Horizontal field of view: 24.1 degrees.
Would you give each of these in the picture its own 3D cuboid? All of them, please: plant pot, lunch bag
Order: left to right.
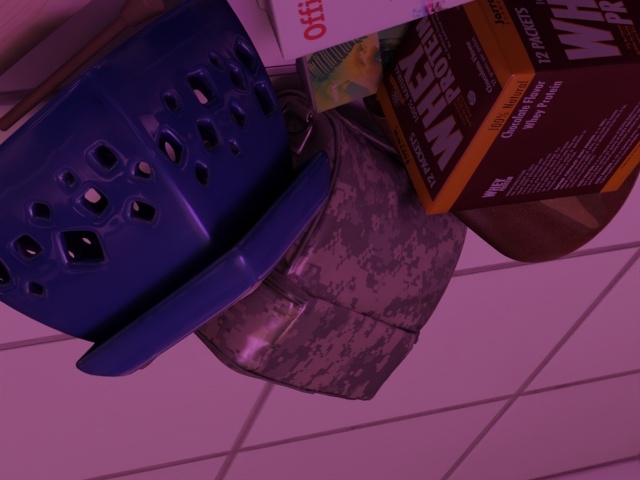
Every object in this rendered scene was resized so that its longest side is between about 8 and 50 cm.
[{"bbox_3d":[-0.142,-0.037,1.233,0.236,0.212,0.236,-35,-170,31],"label":"plant pot"},{"bbox_3d":[0.000,0.000,1.515,0.256,0.212,0.305,-53,145,9],"label":"lunch bag"},{"bbox_3d":[0.156,-0.118,1.428,0.230,0.215,0.215,26,131,-38],"label":"plant pot"}]

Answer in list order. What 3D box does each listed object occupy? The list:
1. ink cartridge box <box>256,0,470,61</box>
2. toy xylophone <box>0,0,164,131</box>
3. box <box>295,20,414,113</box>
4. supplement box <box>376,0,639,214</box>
[{"bbox_3d":[0.060,-0.285,1.006,0.270,0.197,0.198,-19,154,-3],"label":"ink cartridge box"},{"bbox_3d":[-0.266,-0.169,1.137,0.322,0.081,0.236,-31,165,19],"label":"toy xylophone"},{"bbox_3d":[0.125,-0.229,1.211,0.322,0.058,0.232,-18,154,-1],"label":"box"},{"bbox_3d":[0.178,-0.134,1.221,0.194,0.129,0.191,-8,151,-24],"label":"supplement box"}]
